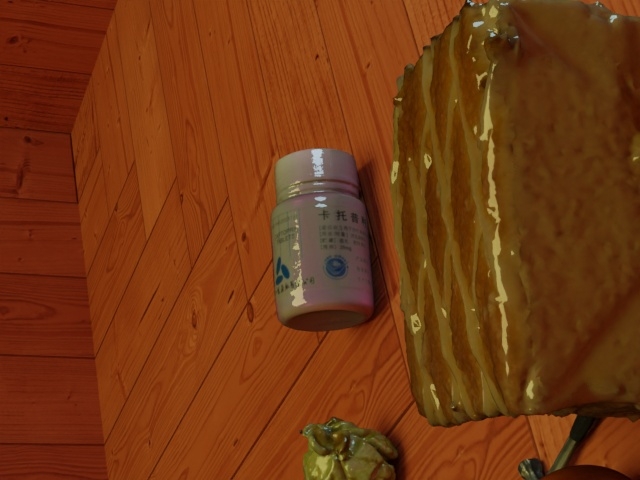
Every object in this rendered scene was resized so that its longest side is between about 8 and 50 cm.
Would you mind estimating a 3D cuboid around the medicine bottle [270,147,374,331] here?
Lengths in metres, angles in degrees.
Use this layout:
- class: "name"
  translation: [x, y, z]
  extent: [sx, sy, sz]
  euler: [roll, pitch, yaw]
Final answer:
- class: "medicine bottle"
  translation: [0.000, 0.000, 2.170]
  extent: [0.152, 0.152, 0.254]
  euler: [143, 127, -61]

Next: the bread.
- class: "bread"
  translation: [0.233, -0.013, 1.366]
  extent: [0.371, 0.279, 0.390]
  euler: [141, 123, -74]

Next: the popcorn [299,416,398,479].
- class: "popcorn"
  translation: [0.040, 0.329, 2.048]
  extent: [0.141, 0.162, 0.135]
  euler: [15, 65, 31]

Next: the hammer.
- class: "hammer"
  translation: [0.293, 0.211, 1.603]
  extent: [0.103, 0.029, 0.246]
  euler: [-113, 36, -48]

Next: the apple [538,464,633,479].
- class: "apple"
  translation: [0.275, 0.312, 1.481]
  extent: [0.163, 0.139, 0.163]
  euler: [-175, 90, -65]
